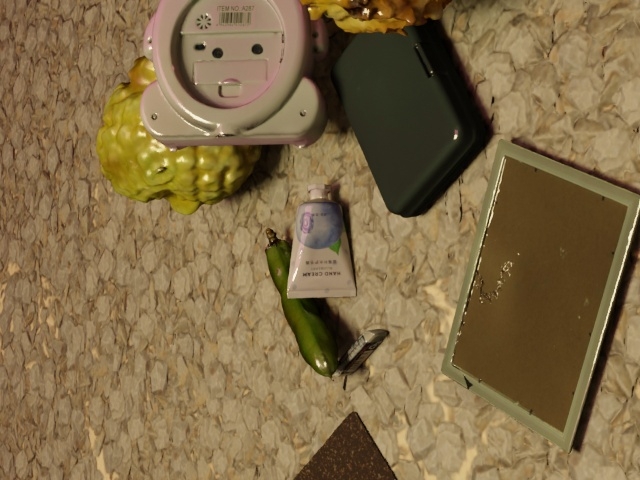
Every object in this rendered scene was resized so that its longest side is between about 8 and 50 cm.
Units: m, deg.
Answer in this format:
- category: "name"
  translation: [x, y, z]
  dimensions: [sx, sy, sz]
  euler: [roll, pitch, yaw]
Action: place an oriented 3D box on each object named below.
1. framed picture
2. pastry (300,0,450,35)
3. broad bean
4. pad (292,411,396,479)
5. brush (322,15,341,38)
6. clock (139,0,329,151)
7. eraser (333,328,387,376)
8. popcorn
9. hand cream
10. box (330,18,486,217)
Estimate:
- category: "framed picture"
  translation: [0.225, 0.053, 1.493]
  dimensions: [0.216, 0.016, 0.273]
  euler: [31, 112, 49]
- category: "pastry"
  translation: [0.062, -0.435, 1.535]
  dimensions: [0.337, 0.292, 0.405]
  euler: [-45, 42, 28]
- category: "broad bean"
  translation: [-0.023, 0.086, 1.783]
  dimensions: [0.065, 0.046, 0.254]
  euler: [82, 168, -45]
- category: "pad"
  translation: [0.047, 0.389, 1.676]
  dimensions: [0.220, 0.004, 0.330]
  euler: [-51, 48, 22]
- category: "brush"
  translation: [0.009, -0.406, 1.798]
  dimensions: [0.067, 0.072, 0.313]
  euler: [-176, 86, -76]
- category: "clock"
  translation: [-0.103, -0.235, 1.741]
  dimensions: [0.227, 0.090, 0.248]
  euler: [0, 82, 9]
- category: "eraser"
  translation: [0.044, 0.134, 1.720]
  dimensions: [0.099, 0.027, 0.019]
  euler: [-53, 56, 38]
- category: "popcorn"
  translation: [-0.176, -0.158, 1.894]
  dimensions: [0.251, 0.205, 0.237]
  euler: [-61, 17, 27]
- category: "hand cream"
  translation: [0.000, 0.000, 1.762]
  dimensions: [0.053, 0.084, 0.142]
  euler: [81, -173, -75]
- category: "box"
  translation: [0.096, -0.156, 1.656]
  dimensions: [0.160, 0.050, 0.230]
  euler: [-50, 49, 39]
